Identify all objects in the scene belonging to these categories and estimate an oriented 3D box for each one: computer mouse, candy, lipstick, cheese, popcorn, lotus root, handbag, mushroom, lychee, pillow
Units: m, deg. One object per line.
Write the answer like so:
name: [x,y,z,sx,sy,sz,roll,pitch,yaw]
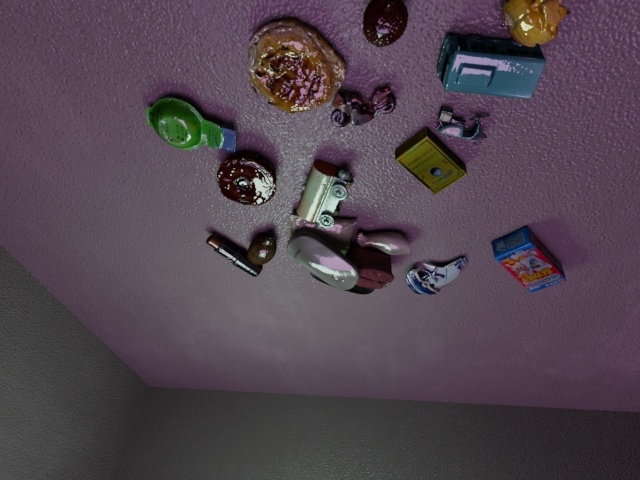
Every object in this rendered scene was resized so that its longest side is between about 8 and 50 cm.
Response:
computer mouse: [0.005,0.091,1.758,0.331,0.095,0.197,33,139,5]
candy: [0.855,0.085,1.760,0.306,0.100,0.157,36,131,-28]
lipstick: [-0.396,0.068,1.980,0.081,0.081,0.299,-29,126,35]
cheese: [-0.447,-0.385,1.481,0.320,0.083,0.204,15,136,-3]
popcorn: [0.529,-0.569,1.058,0.152,0.148,0.167,-29,140,8]
lotus root: [-0.258,0.042,1.903,0.120,0.120,0.209,25,139,-17]
handbag: [0.207,0.127,1.868,0.225,0.135,0.146,15,141,-27]
mushroom: [0.261,0.011,1.789,0.225,0.093,0.116,6,160,-4]
lychee: [0.166,-0.578,1.133,0.123,0.123,0.129,27,163,-19]
pillow: [-0.001,-0.001,1.834,0.274,0.076,0.281,8,139,-1]

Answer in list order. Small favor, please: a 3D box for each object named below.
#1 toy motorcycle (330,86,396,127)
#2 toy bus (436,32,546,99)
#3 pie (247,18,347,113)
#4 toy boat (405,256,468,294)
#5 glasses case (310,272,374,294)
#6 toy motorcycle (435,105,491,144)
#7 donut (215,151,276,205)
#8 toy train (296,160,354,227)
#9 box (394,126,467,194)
toy motorcycle: [0.126,-0.426,1.335,0.212,0.084,0.118,-13,133,13]
toy bus: [0.460,-0.475,1.171,0.256,0.147,0.128,7,137,2]
pie: [-0.087,-0.512,1.273,0.308,0.085,0.308,6,138,5]
toy boat: [0.506,0.147,1.921,0.210,0.070,0.292,17,134,-16]
glasses case: [0.107,0.172,2.003,0.321,0.082,0.122,19,137,-9]
toy motorcycle: [0.454,-0.363,1.364,0.173,0.058,0.100,12,133,-1]
donut: [-0.274,-0.236,1.612,0.235,0.089,0.235,5,139,4]
toy train: [0.010,-0.173,1.620,0.177,0.116,0.285,24,135,0]
box: [0.381,-0.269,1.477,0.220,0.064,0.141,34,132,-27]
